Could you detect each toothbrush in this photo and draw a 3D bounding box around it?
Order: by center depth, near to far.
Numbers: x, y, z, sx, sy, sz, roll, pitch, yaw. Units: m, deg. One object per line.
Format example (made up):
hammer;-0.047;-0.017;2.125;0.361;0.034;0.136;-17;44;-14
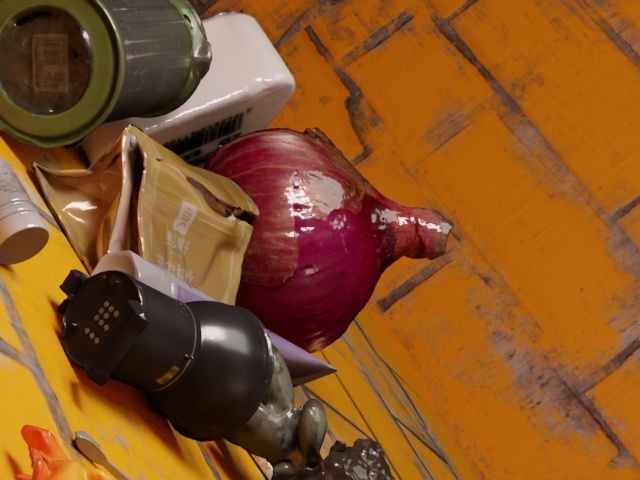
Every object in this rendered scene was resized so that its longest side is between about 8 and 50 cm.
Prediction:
toothbrush;-0.153;0.227;1.248;0.194;0.014;0.017;50;6;-30

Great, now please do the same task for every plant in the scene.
plant;-0.021;0.238;1.561;0.274;0.146;0.149;52;15;25

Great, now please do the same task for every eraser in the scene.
eraser;-0.192;-0.199;2.088;0.150;0.331;0.331;55;6;19

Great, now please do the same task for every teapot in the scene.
teapot;-0.302;-0.235;1.796;0.337;0.270;0.200;-30;122;-71

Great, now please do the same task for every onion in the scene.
onion;0.000;0.000;2.050;0.348;0.385;0.348;-3;90;-86

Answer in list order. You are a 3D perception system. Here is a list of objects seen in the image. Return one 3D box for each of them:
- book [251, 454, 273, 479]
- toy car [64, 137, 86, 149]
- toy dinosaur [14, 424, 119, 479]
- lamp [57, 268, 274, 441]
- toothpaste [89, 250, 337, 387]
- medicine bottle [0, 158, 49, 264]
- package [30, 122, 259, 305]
book;-0.054;0.269;1.794;0.295;0.020;0.208;54;6;12
toy car;-0.354;-0.168;1.931;0.093;0.041;0.025;55;2;11
toy dinosaur;-0.170;0.210;0.952;0.117;0.070;0.288;34;13;-40
lamp;-0.172;0.096;1.400;0.172;0.147;0.227;41;4;39
toothpaste;-0.125;0.117;1.636;0.371;0.125;0.080;37;36;-48
medicine bottle;-0.305;-0.028;1.358;0.091;0.058;0.058;55;6;25
package;-0.186;-0.020;1.755;0.221;0.165;0.311;55;7;22
